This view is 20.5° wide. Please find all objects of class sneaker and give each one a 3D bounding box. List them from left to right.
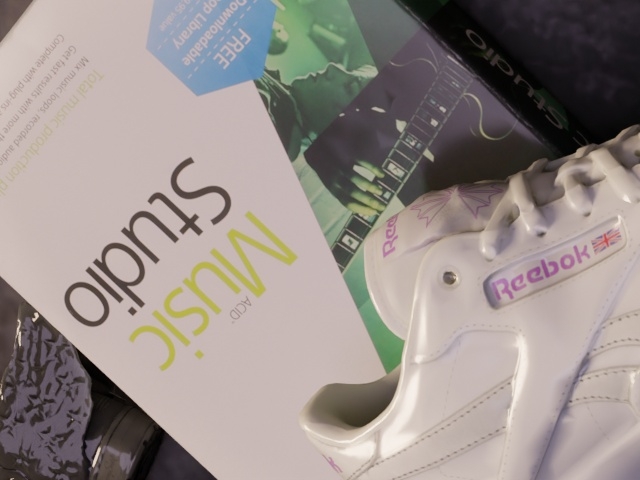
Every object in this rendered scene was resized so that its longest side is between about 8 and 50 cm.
[{"bbox_3d":[-0.135,0.115,0.872,0.089,0.051,0.170,28,112,7],"label":"sneaker"},{"bbox_3d":[0.105,0.010,0.647,0.152,0.114,0.305,37,115,0],"label":"sneaker"}]

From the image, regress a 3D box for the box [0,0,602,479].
[{"bbox_3d":[0.000,0.000,0.772,0.322,0.058,0.232,43,118,-3],"label":"box"}]
